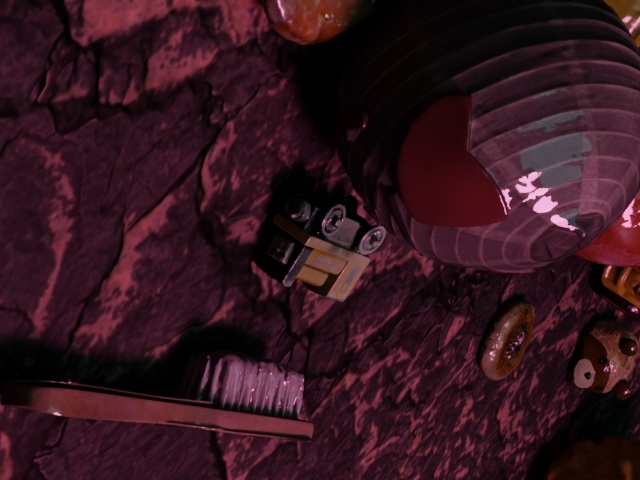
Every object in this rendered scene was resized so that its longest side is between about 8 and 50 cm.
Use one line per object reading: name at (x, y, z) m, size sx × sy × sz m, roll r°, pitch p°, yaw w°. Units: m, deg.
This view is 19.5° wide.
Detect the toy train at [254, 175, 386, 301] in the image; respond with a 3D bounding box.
toy train at (0.000, 0.000, 1.411) m, size 0.081 × 0.050 × 0.122 m, roll -57°, pitch 149°, yaw 9°

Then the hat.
hat at (0.303, 0.124, 1.940) m, size 0.076 × 0.059 × 0.077 m, roll -8°, pitch 115°, yaw -59°

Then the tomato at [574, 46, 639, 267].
tomato at (0.246, -0.079, 1.621) m, size 0.155 × 0.181 × 0.214 m, roll -3°, pitch 115°, yaw -27°

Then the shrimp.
shrimp at (0.031, -0.231, 1.285) m, size 0.217 × 0.051 × 0.150 m, roll -44°, pitch 136°, yaw -31°

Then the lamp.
lamp at (0.130, -0.084, 1.361) m, size 0.265 × 0.233 × 0.233 m, roll 30°, pitch 87°, yaw -55°

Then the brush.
brush at (-0.106, 0.105, 1.323) m, size 0.327 × 0.070 × 0.065 m, roll 14°, pitch 83°, yaw -57°

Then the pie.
pie at (0.181, 0.096, 1.772) m, size 0.084 × 0.021 × 0.084 m, roll -35°, pitch 140°, yaw -37°

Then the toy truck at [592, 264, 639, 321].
toy truck at (0.459, 0.075, 1.958) m, size 0.181 × 0.254 × 0.405 m, roll -57°, pitch 146°, yaw -2°

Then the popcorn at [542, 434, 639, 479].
popcorn at (0.326, 0.318, 1.975) m, size 0.235 × 0.181 × 0.217 m, roll -54°, pitch 132°, yaw -60°

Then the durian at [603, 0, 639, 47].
durian at (0.230, -0.216, 1.502) m, size 0.101 × 0.139 × 0.250 m, roll 34°, pitch 104°, yaw -17°
